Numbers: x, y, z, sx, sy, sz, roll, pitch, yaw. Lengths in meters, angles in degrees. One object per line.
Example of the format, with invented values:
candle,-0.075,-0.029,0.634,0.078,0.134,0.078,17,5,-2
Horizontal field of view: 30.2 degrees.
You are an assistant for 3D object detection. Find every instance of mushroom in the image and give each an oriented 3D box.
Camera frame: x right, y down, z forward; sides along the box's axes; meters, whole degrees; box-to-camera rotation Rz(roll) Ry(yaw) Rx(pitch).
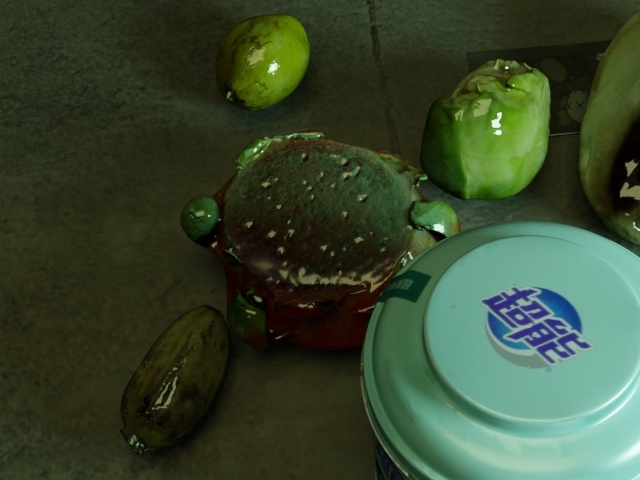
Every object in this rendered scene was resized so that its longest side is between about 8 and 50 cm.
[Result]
mushroom,0.418,-0.083,1.283,0.217,0.212,0.292,19,43,-32

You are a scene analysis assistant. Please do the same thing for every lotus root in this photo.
lotus root,-0.149,0.149,1.252,0.089,0.080,0.179,12,59,36

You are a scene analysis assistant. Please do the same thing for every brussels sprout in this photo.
brussels sprout,0.183,-0.119,1.314,0.131,0.145,0.183,5,23,33

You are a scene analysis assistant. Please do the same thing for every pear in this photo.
pear,-0.070,-0.212,1.407,0.107,0.107,0.131,35,64,21

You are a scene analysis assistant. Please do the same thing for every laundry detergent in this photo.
laundry detergent,0.182,0.153,1.063,0.287,0.305,0.287,-3,55,4

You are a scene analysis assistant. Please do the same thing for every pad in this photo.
pad,0.275,-0.179,1.406,0.190,0.004,0.127,-5,64,5

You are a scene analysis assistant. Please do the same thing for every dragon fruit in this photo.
dragon fruit,0.000,0.000,1.279,0.295,0.130,0.268,10,65,11
